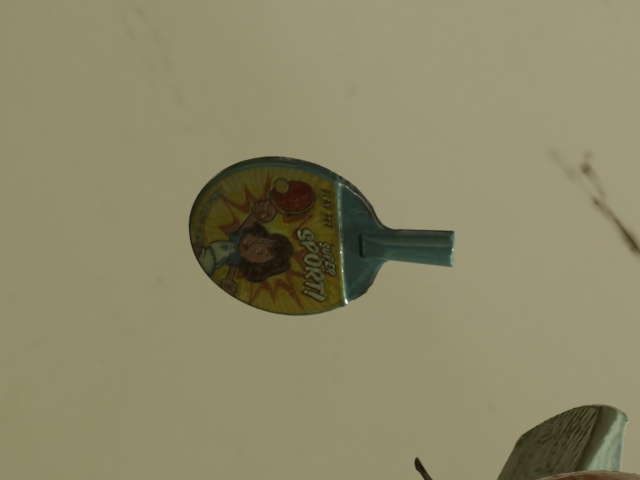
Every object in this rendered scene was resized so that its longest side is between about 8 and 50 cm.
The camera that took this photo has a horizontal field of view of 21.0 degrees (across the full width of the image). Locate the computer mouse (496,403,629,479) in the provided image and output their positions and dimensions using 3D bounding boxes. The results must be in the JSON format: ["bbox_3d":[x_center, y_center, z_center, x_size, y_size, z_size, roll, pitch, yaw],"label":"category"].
[{"bbox_3d":[0.178,0.230,1.359,0.128,0.079,0.231,-23,-150,52],"label":"computer mouse"}]

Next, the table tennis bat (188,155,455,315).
[{"bbox_3d":[0.000,0.000,0.974,0.155,0.100,0.019,5,-151,12],"label":"table tennis bat"}]

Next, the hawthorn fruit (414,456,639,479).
[{"bbox_3d":[0.147,0.215,1.091,0.162,0.203,0.163,12,90,-88],"label":"hawthorn fruit"}]
